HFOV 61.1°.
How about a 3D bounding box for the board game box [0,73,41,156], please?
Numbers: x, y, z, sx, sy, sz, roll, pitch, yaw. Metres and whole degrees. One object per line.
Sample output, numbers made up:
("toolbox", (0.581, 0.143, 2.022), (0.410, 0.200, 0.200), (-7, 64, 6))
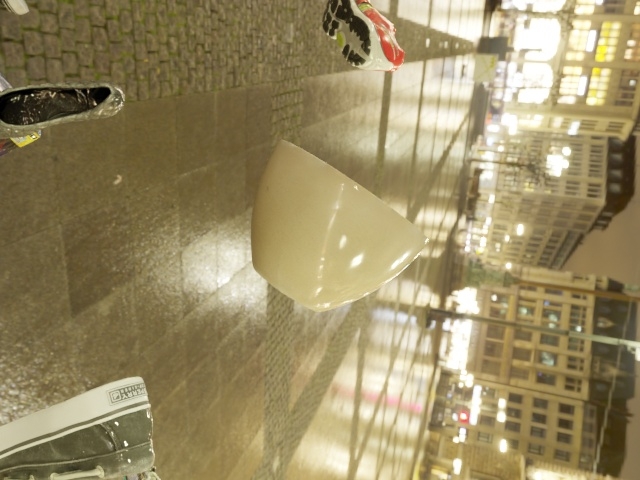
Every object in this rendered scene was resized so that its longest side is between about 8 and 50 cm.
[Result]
("board game box", (-0.481, -0.168, 0.646), (0.194, 0.194, 0.060), (62, 6, -45))

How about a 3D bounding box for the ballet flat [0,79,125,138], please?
("ballet flat", (-0.306, -0.152, 0.598), (0.049, 0.173, 0.057), (152, -76, -81))

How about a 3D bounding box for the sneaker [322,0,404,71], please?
("sneaker", (0.087, -0.424, 1.083), (0.107, 0.119, 0.278), (-53, -138, 42))

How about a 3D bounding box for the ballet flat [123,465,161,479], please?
("ballet flat", (-0.161, 0.269, 0.526), (0.041, 0.041, 0.114), (80, -18, -48))

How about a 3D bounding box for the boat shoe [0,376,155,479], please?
("boat shoe", (-0.206, 0.167, 0.411), (0.078, 0.219, 0.070), (-1, 68, -53))

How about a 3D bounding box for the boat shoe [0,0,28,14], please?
("boat shoe", (-0.406, -0.317, 0.682), (0.040, 0.142, 0.049), (-32, 144, -11))

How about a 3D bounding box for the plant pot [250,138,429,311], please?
("plant pot", (0.000, 0.000, 0.860), (0.190, 0.284, 0.284), (-56, 163, 1))
